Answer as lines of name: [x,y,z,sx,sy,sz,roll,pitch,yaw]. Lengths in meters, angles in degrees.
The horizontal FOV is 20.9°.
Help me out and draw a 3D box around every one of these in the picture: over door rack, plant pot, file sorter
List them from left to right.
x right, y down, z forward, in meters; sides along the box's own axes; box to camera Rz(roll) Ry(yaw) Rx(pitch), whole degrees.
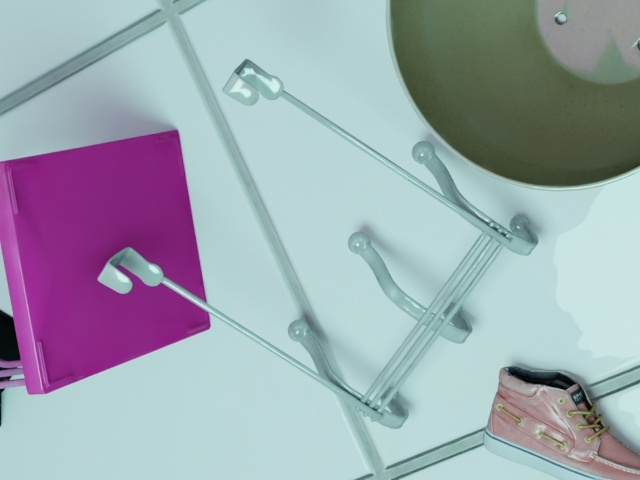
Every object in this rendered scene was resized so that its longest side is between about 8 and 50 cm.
file sorter: [-0.266,0.020,1.638,0.182,0.290,0.202,-7,95,27]
over door rack: [0.000,0.000,1.581,0.324,0.108,0.239,29,111,-14]
plant pot: [0.221,-0.192,1.446,0.284,0.191,0.284,4,100,23]

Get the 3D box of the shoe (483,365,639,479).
shoe: [0.235,0.172,1.567,0.178,0.063,0.081,17,110,24]

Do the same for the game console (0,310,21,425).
game console: [-0.371,0.124,1.849,0.122,0.071,0.107,29,138,17]
